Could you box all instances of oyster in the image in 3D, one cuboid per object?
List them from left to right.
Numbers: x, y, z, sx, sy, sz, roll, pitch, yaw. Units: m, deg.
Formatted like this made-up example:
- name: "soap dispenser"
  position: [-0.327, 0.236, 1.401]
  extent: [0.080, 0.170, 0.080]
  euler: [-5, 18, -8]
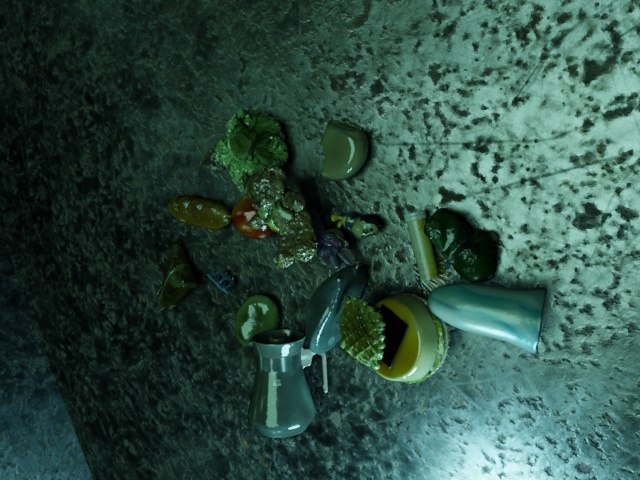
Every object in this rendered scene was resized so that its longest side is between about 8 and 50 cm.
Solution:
- name: "oyster"
  position: [-0.418, -0.318, 2.049]
  extent: [0.148, 0.051, 0.103]
  euler: [-28, 77, 42]

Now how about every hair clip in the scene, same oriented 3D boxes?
- name: "hair clip"
  position: [0.001, -0.013, 1.789]
  extent: [0.278, 0.137, 0.090]
  euler: [45, 136, 37]

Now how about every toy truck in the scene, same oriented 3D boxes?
- name: "toy truck"
  position: [-0.404, 0.154, 2.124]
  extent: [0.136, 0.063, 0.074]
  euler: [38, 135, 23]

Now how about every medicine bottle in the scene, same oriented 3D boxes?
- name: "medicine bottle"
  position: [0.323, 0.016, 1.652]
  extent: [0.074, 0.074, 0.218]
  euler: [-14, 89, 32]

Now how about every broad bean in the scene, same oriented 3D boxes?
- name: "broad bean"
  position: [-0.252, 0.311, 2.045]
  extent: [0.228, 0.100, 0.169]
  euler: [-40, 86, 17]

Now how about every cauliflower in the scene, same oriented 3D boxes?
- name: "cauliflower"
  position: [-0.247, -0.325, 1.821]
  extent: [0.275, 0.250, 0.272]
  euler: [43, 94, 10]

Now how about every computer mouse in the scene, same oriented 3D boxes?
- name: "computer mouse"
  position: [0.039, 0.219, 1.801]
  extent: [0.122, 0.188, 0.371]
  euler: [36, 116, 29]

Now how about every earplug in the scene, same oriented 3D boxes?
- name: "earplug"
  position: [0.471, 0.201, 1.518]
  extent: [0.324, 0.185, 0.185]
  euler: [10, 104, 23]

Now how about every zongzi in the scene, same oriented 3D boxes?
- name: "zongzi"
  position: [-0.639, 0.150, 2.249]
  extent: [0.247, 0.111, 0.241]
  euler: [-40, 60, 36]

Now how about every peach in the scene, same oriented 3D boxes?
- name: "peach"
  position: [-0.213, -0.094, 1.893]
  extent: [0.197, 0.197, 0.197]
  euler: [6, 102, 30]

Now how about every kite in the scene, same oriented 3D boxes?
- name: "kite"
  position: [0.375, 0.121, 1.682]
  extent: [0.183, 0.014, 0.241]
  euler: [40, 115, 18]

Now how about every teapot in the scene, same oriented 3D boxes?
- name: "teapot"
  position: [-0.124, 0.517, 1.928]
  extent: [0.300, 0.253, 0.344]
  euler: [-3, 97, -8]

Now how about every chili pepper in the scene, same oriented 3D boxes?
- name: "chili pepper"
  position: [0.432, 0.011, 1.558]
  extent: [0.264, 0.148, 0.116]
  euler: [51, 140, 5]

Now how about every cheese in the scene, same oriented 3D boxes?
- name: "cheese"
  position: [0.068, -0.290, 1.743]
  extent: [0.175, 0.091, 0.203]
  euler: [32, 113, 24]

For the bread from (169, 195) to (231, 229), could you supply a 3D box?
- name: "bread"
  position: [-0.463, -0.114, 2.095]
  extent: [0.344, 0.084, 0.124]
  euler: [10, 126, 29]

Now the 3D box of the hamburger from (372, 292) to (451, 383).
- name: "hamburger"
  position: [0.272, 0.313, 1.670]
  extent: [0.300, 0.176, 0.300]
  euler: [1, 92, 49]

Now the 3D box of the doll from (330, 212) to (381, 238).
- name: "doll"
  position: [0.123, -0.051, 1.759]
  extent: [0.179, 0.102, 0.089]
  euler: [3, 62, 32]

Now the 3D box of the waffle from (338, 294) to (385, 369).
- name: "waffle"
  position: [0.130, 0.288, 1.660]
  extent: [0.214, 0.054, 0.208]
  euler: [17, 102, 51]

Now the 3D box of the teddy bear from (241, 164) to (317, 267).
- name: "teddy bear"
  position: [-0.139, -0.079, 1.710]
  extent: [0.246, 0.222, 0.296]
  euler: [-20, 61, 42]
